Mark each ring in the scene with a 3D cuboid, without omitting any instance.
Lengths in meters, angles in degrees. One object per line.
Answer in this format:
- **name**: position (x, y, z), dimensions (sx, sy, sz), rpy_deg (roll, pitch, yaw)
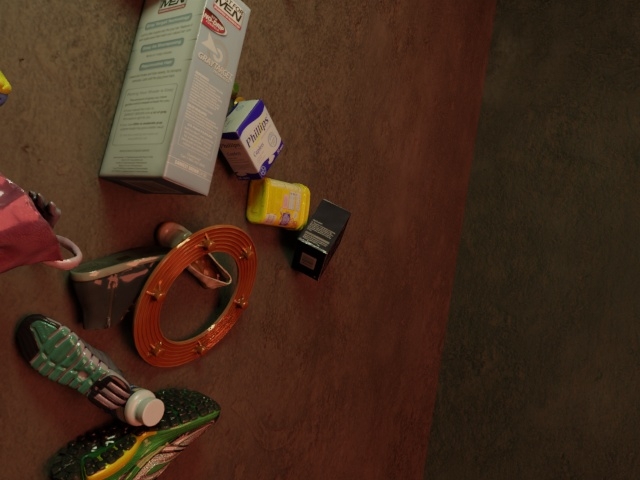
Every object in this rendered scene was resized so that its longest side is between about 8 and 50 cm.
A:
- **ring**: position (-0.246, 0.124, 1.104), dimensions (0.337, 0.032, 0.336), rpy_deg (-40, 146, -35)

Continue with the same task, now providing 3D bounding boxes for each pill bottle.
- **pill bottle**: position (-0.355, 0.310, 0.987), dimensions (0.067, 0.120, 0.066), rpy_deg (-13, 105, -56)

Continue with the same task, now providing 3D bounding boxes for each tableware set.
- **tableware set**: position (-0.204, -0.290, 1.219), dimensions (0.104, 0.024, 0.154), rpy_deg (-48, 131, -46)

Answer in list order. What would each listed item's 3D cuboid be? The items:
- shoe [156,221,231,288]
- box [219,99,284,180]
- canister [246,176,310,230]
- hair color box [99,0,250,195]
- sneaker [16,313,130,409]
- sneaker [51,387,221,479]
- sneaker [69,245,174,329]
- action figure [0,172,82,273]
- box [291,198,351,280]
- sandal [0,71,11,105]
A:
- **shoe**: position (-0.268, 0.034, 1.133), dimensions (0.219, 0.058, 0.076), rpy_deg (55, 51, -45)
- **box**: position (-0.162, -0.230, 1.199), dimensions (0.126, 0.072, 0.137), rpy_deg (-63, 141, -35)
- **canister**: position (-0.108, -0.094, 1.344), dimensions (0.170, 0.073, 0.126), rpy_deg (7, 90, -55)
- **hair color box**: position (-0.269, -0.278, 0.972), dimensions (0.114, 0.186, 0.374), rpy_deg (22, 76, -55)
- **sneaker**: position (-0.433, 0.208, 0.919), dimensions (0.083, 0.098, 0.223), rpy_deg (-42, 112, -9)
- **sneaker**: position (-0.346, 0.410, 1.033), dimensions (0.344, 0.134, 0.146), rpy_deg (-21, 119, -44)
- **sneaker**: position (-0.360, 0.084, 0.996), dimensions (0.222, 0.083, 0.118), rpy_deg (-17, 114, -44)
- **action figure**: position (-0.537, 0.053, 0.666), dimensions (0.275, 0.248, 0.370), rpy_deg (92, 20, -60)
- **box**: position (0.000, 0.000, 1.444), dimensions (0.158, 0.093, 0.156), rpy_deg (-58, 172, -33)
- **sandal**: position (-0.551, -0.226, 0.643), dimensions (0.138, 0.126, 0.317), rpy_deg (-49, 157, 14)
